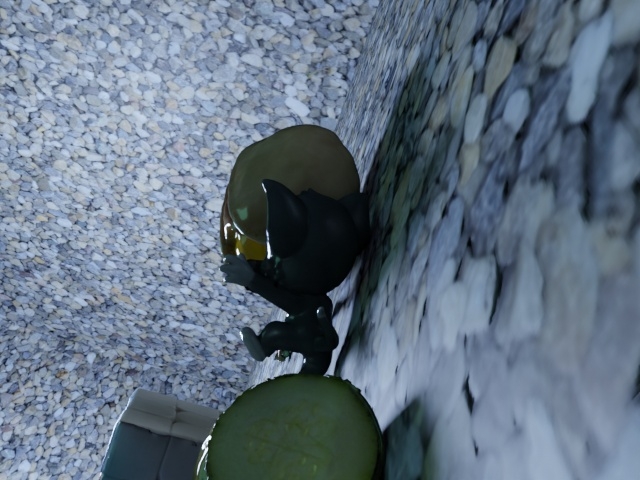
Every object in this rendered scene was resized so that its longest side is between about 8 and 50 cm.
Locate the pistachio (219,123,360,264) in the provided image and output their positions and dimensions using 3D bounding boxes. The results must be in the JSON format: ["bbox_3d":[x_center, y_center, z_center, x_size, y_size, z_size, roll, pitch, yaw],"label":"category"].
[{"bbox_3d":[-0.047,-0.063,0.994,0.230,0.229,0.309,112,-178,-47],"label":"pistachio"}]

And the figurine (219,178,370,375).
[{"bbox_3d":[-0.026,0.057,0.770,0.140,0.193,0.265,-29,57,44],"label":"figurine"}]

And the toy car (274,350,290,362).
[{"bbox_3d":[-0.076,0.225,1.438,0.059,0.035,0.122,114,171,-84],"label":"toy car"}]

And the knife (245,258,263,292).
[{"bbox_3d":[-0.045,0.064,0.871,0.230,0.028,0.060,29,-108,-54],"label":"knife"}]

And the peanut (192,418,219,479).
[{"bbox_3d":[-0.143,0.399,0.941,0.147,0.147,0.319,119,171,-67],"label":"peanut"}]

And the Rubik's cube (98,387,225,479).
[{"bbox_3d":[-0.287,0.491,1.213,0.291,0.291,0.290,172,117,-78],"label":"Rubik's cube"}]

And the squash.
[{"bbox_3d":[-0.046,0.222,0.549,0.287,0.137,0.137,110,175,-52],"label":"squash"}]
